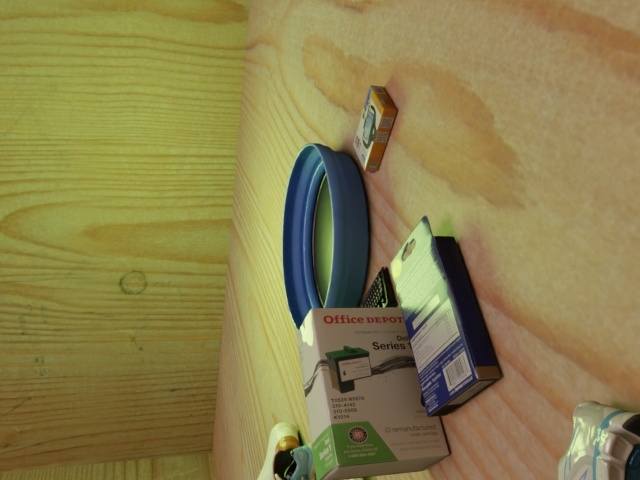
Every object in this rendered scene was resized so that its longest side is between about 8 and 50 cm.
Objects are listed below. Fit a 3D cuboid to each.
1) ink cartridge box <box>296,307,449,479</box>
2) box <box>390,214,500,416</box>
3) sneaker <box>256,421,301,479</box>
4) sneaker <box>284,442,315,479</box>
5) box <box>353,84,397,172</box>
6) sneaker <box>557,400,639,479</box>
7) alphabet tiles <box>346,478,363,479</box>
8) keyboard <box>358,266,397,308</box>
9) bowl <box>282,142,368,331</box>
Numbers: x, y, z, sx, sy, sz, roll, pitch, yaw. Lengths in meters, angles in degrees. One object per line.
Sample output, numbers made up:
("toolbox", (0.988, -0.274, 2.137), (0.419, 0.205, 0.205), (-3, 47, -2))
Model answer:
("ink cartridge box", (0.064, 0.206, 0.784), (0.093, 0.160, 0.220), (115, 150, -51))
("box", (0.149, 0.093, 0.719), (0.136, 0.036, 0.225), (115, 150, -53))
("sneaker", (-0.104, 0.616, 1.404), (0.123, 0.105, 0.290), (-140, 54, -72))
("sneaker", (-0.051, 0.544, 1.291), (0.063, 0.073, 0.162), (-154, 66, -71))
("box", (0.088, -0.183, 0.954), (0.081, 0.028, 0.136), (-108, 27, -46))
("sneaker", (0.221, 0.220, 0.446), (0.083, 0.071, 0.191), (-163, 82, -80))
("alphabet tiles", (0.051, 0.535, 1.004), (0.278, 0.021, 0.284), (-156, 63, -69))
("keyboard", (0.086, 0.136, 0.953), (0.180, 0.023, 0.108), (110, 154, -49))
("bowl", (0.000, 0.000, 1.151), (0.391, 0.077, 0.392), (-179, 90, -73))
